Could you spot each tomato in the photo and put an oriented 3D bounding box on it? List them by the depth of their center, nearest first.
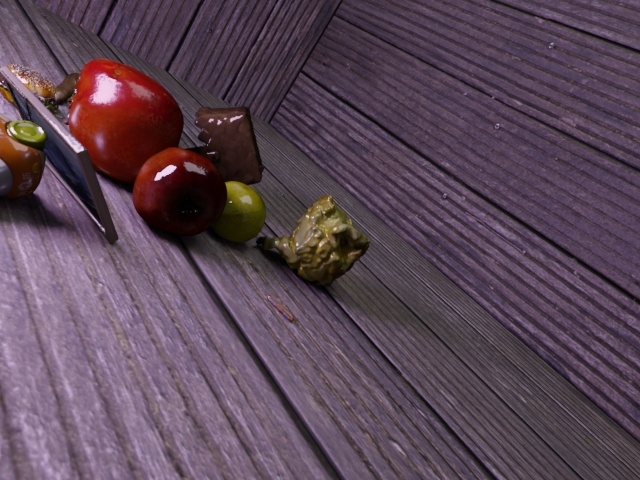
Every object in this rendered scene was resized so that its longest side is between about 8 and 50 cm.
[{"bbox_3d":[-0.523,-0.316,1.337,0.289,0.293,0.325,15,12,-21],"label":"tomato"}]

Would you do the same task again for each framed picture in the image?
[{"bbox_3d":[-0.533,-0.173,1.012,0.022,0.247,0.335,-34,61,-29],"label":"framed picture"}]

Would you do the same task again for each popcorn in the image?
[{"bbox_3d":[0.006,0.007,1.505,0.237,0.293,0.293,56,19,9],"label":"popcorn"}]

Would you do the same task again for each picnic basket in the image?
[{"bbox_3d":[-0.366,-0.309,1.695,0.320,0.292,0.254,-11,21,2],"label":"picnic basket"}]

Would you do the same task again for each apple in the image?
[{"bbox_3d":[-0.346,-0.123,1.232,0.233,0.234,0.234,31,15,-9],"label":"apple"}]

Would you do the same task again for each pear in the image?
[{"bbox_3d":[-0.261,-0.078,1.407,0.216,0.166,0.180,-11,57,-40],"label":"pear"}]

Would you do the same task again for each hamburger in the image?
[{"bbox_3d":[-0.825,-0.430,1.402,0.189,0.093,0.164,39,15,12],"label":"hamburger"}]

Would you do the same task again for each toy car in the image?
[{"bbox_3d":[-0.638,-0.147,0.885,0.235,0.145,0.235,25,37,-20],"label":"toy car"}]

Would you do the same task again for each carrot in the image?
[{"bbox_3d":[-0.855,-0.519,1.682,0.070,0.070,0.342,27,18,-25],"label":"carrot"}]

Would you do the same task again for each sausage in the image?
[{"bbox_3d":[-0.099,0.166,1.220,0.100,0.015,0.015,40,16,22],"label":"sausage"}]
